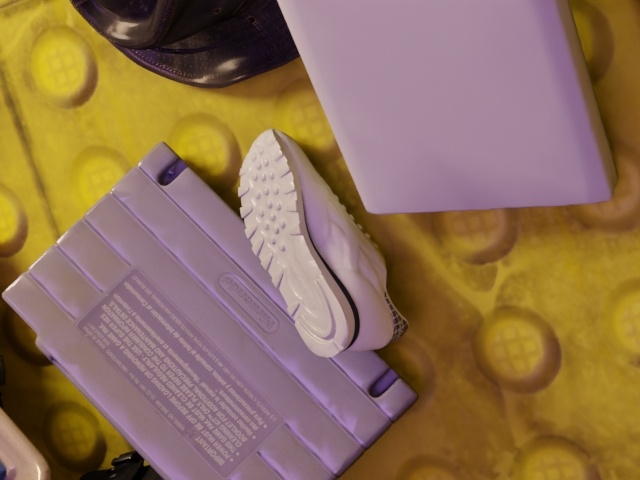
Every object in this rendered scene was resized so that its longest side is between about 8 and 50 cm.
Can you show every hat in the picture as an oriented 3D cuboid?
[{"bbox_3d":[-0.141,-0.262,1.259,0.331,0.134,0.331,15,123,24],"label":"hat"}]

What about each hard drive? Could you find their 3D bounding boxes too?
[{"bbox_3d":[0.091,-0.170,1.170,0.233,0.047,0.353,-2,132,27],"label":"hard drive"}]

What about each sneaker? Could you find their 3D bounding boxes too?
[{"bbox_3d":[0.000,0.000,1.341,0.090,0.095,0.235,-43,63,48],"label":"sneaker"}]

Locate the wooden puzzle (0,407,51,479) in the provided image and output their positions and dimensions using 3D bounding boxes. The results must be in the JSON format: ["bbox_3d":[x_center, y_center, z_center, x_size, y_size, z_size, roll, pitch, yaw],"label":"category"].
[{"bbox_3d":[-0.445,0.238,1.501,0.348,0.080,0.322,47,128,22],"label":"wooden puzzle"}]

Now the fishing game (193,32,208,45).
[{"bbox_3d":[-0.163,-0.329,1.349,0.189,0.041,0.264,20,112,18],"label":"fishing game"}]

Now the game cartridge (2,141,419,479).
[{"bbox_3d":[-0.110,0.105,1.373,0.230,0.068,0.355,-45,81,-1],"label":"game cartridge"}]

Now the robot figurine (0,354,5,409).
[{"bbox_3d":[-0.448,0.111,1.588,0.211,0.085,0.291,11,110,32],"label":"robot figurine"}]

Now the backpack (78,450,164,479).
[{"bbox_3d":[-0.199,0.388,1.392,0.290,0.355,0.273,-8,102,27],"label":"backpack"}]
